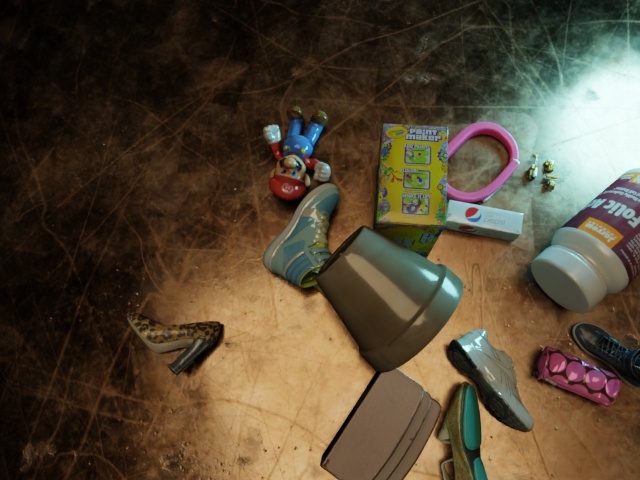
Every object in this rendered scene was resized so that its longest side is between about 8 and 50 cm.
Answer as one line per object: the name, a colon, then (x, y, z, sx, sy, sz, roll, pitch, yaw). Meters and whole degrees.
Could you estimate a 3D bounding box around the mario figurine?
mario figurine: (-0.071, -0.273, 1.519, 0.198, 0.170, 0.321, -7, 60, 38)

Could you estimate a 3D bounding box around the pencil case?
pencil case: (0.682, 0.366, 1.325, 0.209, 0.095, 0.098, 20, 41, 11)

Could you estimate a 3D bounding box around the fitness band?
fitness band: (0.480, -0.239, 1.537, 0.209, 0.054, 0.291, 43, 79, 14)

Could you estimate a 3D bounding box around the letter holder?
letter holder: (0.172, 0.502, 1.287, 0.214, 0.152, 0.302, 34, 78, 11)

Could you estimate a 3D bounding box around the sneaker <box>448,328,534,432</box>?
sneaker: (0.477, 0.367, 1.332, 0.129, 0.111, 0.297, -29, 79, -23)

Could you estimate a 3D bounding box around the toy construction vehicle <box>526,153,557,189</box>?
toy construction vehicle: (0.682, -0.212, 1.525, 0.086, 0.035, 0.098, 15, 75, 8)

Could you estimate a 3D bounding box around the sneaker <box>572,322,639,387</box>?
sneaker: (0.787, 0.290, 1.303, 0.226, 0.163, 0.086, 41, 82, 15)

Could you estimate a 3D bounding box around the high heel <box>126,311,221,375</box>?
high heel: (-0.425, 0.247, 1.452, 0.261, 0.093, 0.186, 36, 61, 21)

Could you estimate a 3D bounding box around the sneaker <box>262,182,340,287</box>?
sneaker: (0.000, 0.000, 1.435, 0.208, 0.127, 0.319, 34, 87, 35)

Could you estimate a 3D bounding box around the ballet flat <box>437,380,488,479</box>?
ballet flat: (0.363, 0.548, 1.289, 0.123, 0.123, 0.349, -6, 71, 2)

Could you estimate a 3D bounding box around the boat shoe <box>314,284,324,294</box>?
boat shoe: (0.007, 0.122, 1.469, 0.133, 0.042, 0.049, 44, 111, 27)

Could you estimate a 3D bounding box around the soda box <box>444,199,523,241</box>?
soda box: (0.475, -0.058, 1.472, 0.216, 0.074, 0.069, 11, 75, 7)

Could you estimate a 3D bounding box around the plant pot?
plant pot: (0.148, 0.123, 1.274, 0.280, 0.323, 0.323, 42, 80, -4)

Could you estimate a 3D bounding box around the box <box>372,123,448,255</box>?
box: (0.241, -0.130, 1.397, 0.177, 0.290, 0.279, 4, 75, 5)

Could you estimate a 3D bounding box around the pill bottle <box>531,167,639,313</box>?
pill bottle: (0.784, 0.002, 1.356, 0.392, 0.224, 0.224, -39, 75, -8)
